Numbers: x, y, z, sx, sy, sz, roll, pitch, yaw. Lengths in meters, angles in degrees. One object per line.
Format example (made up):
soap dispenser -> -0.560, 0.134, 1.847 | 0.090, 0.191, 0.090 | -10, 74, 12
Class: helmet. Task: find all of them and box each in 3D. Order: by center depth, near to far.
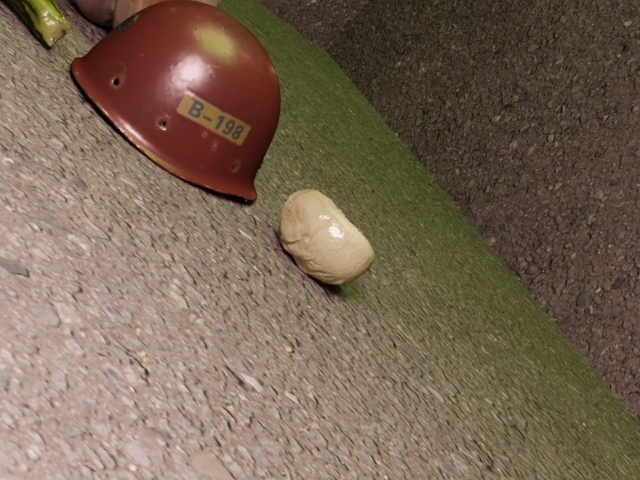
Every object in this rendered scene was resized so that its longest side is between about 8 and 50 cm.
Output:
helmet -> -0.189, -0.255, 1.824 | 0.385, 0.230, 0.337 | 30, 16, -32

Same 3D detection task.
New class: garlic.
garlic -> -0.329, -0.486, 2.164 | 0.231, 0.245, 0.340 | 33, 26, 20

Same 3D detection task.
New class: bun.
bun -> 0.000, 0.000, 1.791 | 0.188, 0.111, 0.164 | 45, -3, 30

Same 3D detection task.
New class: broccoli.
broccoli -> -0.501, -0.438, 1.806 | 0.304, 0.145, 0.165 | 53, -23, 11
